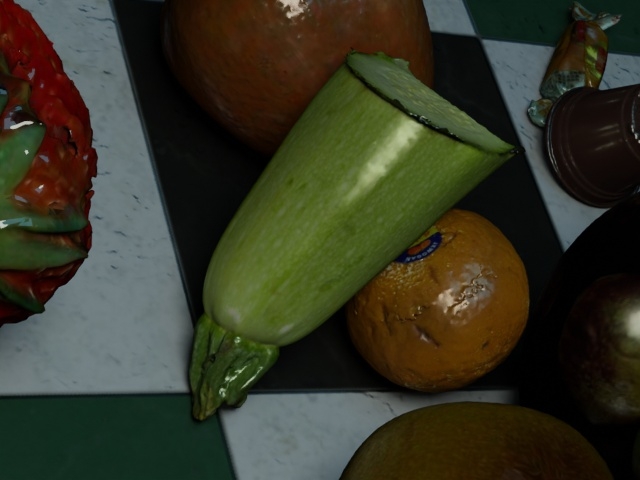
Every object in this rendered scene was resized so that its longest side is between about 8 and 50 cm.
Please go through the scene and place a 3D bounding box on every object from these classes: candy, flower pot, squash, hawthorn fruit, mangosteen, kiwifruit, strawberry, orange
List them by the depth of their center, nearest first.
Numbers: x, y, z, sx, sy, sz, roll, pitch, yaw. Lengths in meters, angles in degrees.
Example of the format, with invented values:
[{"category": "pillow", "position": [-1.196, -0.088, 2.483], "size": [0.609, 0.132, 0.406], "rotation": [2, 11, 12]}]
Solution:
[{"category": "strawberry", "position": [-0.272, -0.074, 1.023], "size": [0.239, 0.250, 0.288], "rotation": [-9, 36, -29]}, {"category": "kiwifruit", "position": [0.095, 0.216, 1.045], "size": [0.196, 0.196, 0.234], "rotation": [15, 53, -22]}, {"category": "squash", "position": [-0.010, -0.012, 1.148], "size": [0.287, 0.137, 0.137], "rotation": [-44, 83, -8]}, {"category": "mangosteen", "position": [0.265, 0.095, 1.173], "size": [0.313, 0.297, 0.297], "rotation": [8, 52, -41]}, {"category": "orange", "position": [0.083, 0.046, 1.217], "size": [0.136, 0.117, 0.135], "rotation": [-12, 31, 8]}, {"category": "hawthorn fruit", "position": [0.003, -0.135, 1.281], "size": [0.251, 0.199, 0.199], "rotation": [52, 44, -9]}, {"category": "flower pot", "position": [0.257, -0.089, 1.430], "size": [0.111, 0.089, 0.111], "rotation": [9, 72, -30]}, {"category": "candy", "position": [0.229, -0.160, 1.521], "size": [0.053, 0.046, 0.182], "rotation": [30, 48, -6]}]
